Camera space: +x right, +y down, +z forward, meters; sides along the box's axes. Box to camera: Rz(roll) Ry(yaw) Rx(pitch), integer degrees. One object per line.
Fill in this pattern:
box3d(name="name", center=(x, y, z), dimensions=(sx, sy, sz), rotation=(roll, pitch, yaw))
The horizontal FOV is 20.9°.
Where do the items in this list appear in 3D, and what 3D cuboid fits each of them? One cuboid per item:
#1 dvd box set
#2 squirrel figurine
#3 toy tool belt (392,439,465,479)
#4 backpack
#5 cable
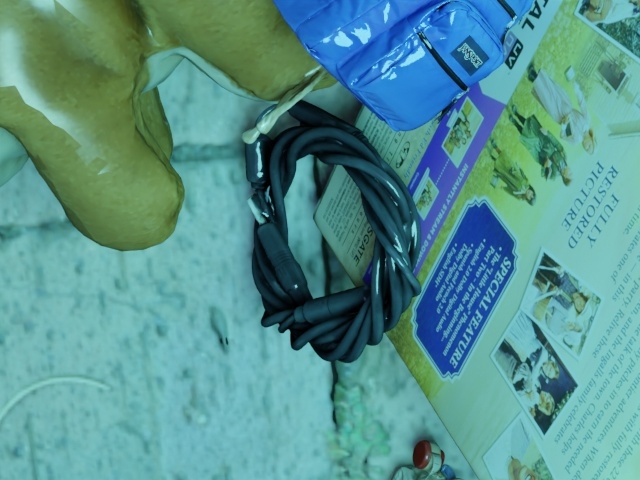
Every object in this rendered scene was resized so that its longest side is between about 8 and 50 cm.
box3d(name="dvd box set", center=(0.156, 0.004, 0.909), dimensions=(0.062, 0.420, 0.307), rotation=(1, 128, -33))
box3d(name="squirrel figurine", center=(-0.166, -0.184, 0.999), dimensions=(0.370, 0.281, 0.397), rotation=(-23, 102, 12))
box3d(name="toy tool belt", center=(0.073, 0.171, 1.163), dimensions=(0.051, 0.052, 0.083), rotation=(15, 116, -24))
box3d(name="backpack", center=(0.055, -0.124, 0.915), dimensions=(0.120, 0.098, 0.101), rotation=(-39, 58, 10))
box3d(name="cable", center=(0.000, 0.000, 1.050), dimensions=(0.047, 0.184, 0.150), rotation=(0, 110, -33))
